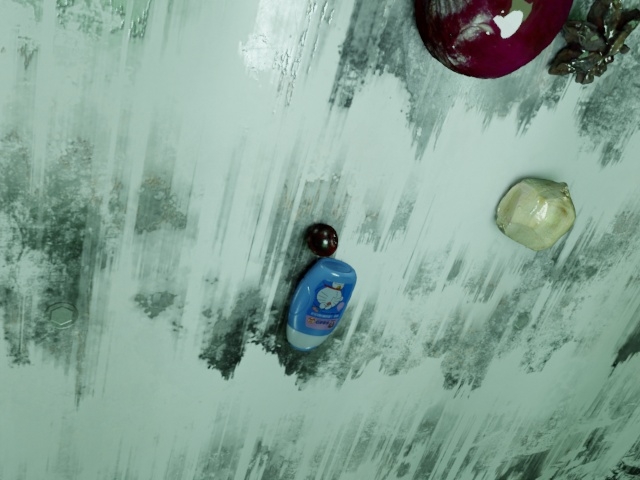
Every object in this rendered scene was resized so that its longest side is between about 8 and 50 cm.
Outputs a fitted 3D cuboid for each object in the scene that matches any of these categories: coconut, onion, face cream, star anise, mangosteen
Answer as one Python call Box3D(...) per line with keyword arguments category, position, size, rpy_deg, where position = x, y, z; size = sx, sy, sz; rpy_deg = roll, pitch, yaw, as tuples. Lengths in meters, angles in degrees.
Box3D(category="coconut", position=(0.565, -0.076, 1.607), size=(0.195, 0.194, 0.194), rpy_deg=(-10, 124, -16))
Box3D(category="onion", position=(0.359, -0.482, 1.221), size=(0.337, 0.260, 0.282), rpy_deg=(-43, 121, 9))
Box3D(category="face cream", position=(-0.009, 0.172, 1.587), size=(0.149, 0.083, 0.263), rpy_deg=(12, 116, -24))
Box3D(category="star anise", position=(0.646, -0.468, 1.440), size=(0.214, 0.099, 0.219), rpy_deg=(3, 120, -34))
Box3D(category="mangosteen", position=(0.003, 0.000, 1.488), size=(0.081, 0.081, 0.080), rpy_deg=(-10, 124, -16))
